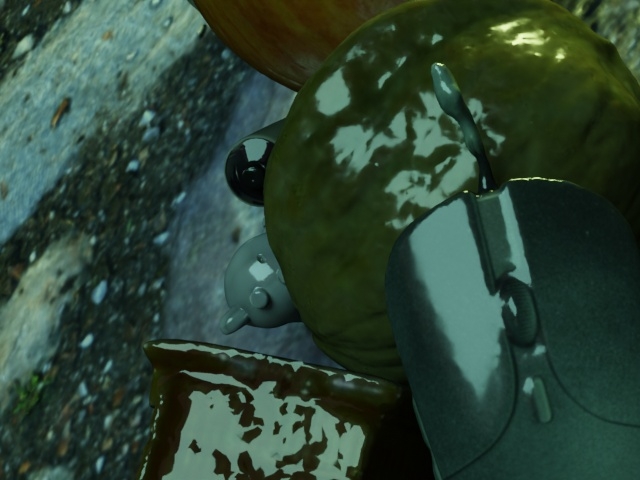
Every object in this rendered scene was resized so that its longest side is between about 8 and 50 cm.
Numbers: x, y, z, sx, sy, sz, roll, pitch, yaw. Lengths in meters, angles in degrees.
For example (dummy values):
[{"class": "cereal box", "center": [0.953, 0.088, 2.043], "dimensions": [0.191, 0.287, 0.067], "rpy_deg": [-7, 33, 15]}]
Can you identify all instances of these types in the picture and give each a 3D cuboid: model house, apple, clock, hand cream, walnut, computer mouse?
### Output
[{"class": "model house", "center": [-0.016, 0.195, 1.262], "dimensions": [0.219, 0.199, 0.229], "rpy_deg": [9, 73, 26]}, {"class": "apple", "center": [0.025, -0.242, 1.449], "dimensions": [0.286, 0.233, 0.286], "rpy_deg": [-47, 16, 17]}, {"class": "clock", "center": [0.000, 0.000, 1.440], "dimensions": [0.176, 0.080, 0.117], "rpy_deg": [-41, 5, 19]}, {"class": "hand cream", "center": [-0.025, -0.070, 1.506], "dimensions": [0.087, 0.054, 0.186], "rpy_deg": [-38, 2, 23]}, {"class": "walnut", "center": [0.089, -0.035, 1.292], "dimensions": [0.283, 0.283, 0.227], "rpy_deg": [-50, 19, 10]}, {"class": "computer mouse", "center": [0.123, 0.077, 1.154], "dimensions": [0.167, 0.379, 0.090], "rpy_deg": [-18, 6, 5]}]

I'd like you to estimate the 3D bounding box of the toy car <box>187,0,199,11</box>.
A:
[{"class": "toy car", "center": [-0.059, -0.267, 1.684], "dimensions": [0.139, 0.112, 0.112], "rpy_deg": [-23, 36, 22]}]
